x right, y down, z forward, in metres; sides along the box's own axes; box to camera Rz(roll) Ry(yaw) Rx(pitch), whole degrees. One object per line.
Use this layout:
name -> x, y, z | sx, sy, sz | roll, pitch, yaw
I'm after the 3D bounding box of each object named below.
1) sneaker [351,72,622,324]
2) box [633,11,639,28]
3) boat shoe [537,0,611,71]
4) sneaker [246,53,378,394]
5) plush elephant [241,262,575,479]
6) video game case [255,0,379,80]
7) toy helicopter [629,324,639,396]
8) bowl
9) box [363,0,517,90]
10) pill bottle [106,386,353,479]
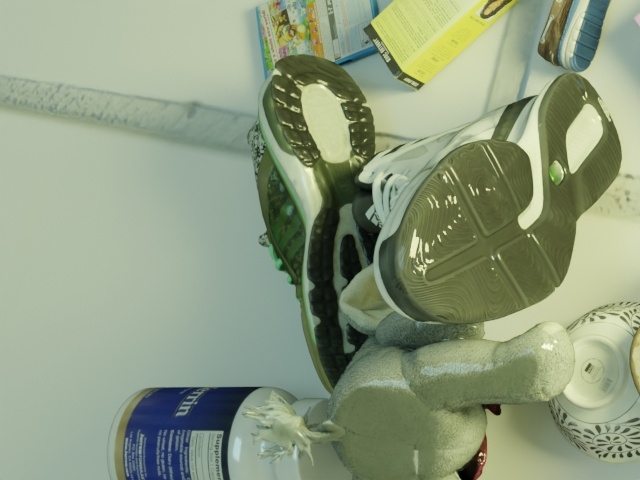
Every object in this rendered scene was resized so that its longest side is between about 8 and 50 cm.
sneaker -> 0.120, -0.010, 1.716 | 0.257, 0.447, 0.169 | -22, 100, 37
box -> 0.477, -0.181, 1.700 | 0.201, 0.057, 0.293 | -42, 59, 19
boat shoe -> 0.284, -0.280, 1.850 | 0.066, 0.066, 0.183 | 21, 90, 37
sneaker -> 0.000, 0.000, 1.960 | 0.182, 0.158, 0.410 | -40, 56, 56
plush elephant -> 0.114, 0.162, 1.747 | 0.330, 0.255, 0.272 | 5, 111, 18
video game case -> -0.003, -0.261, 2.070 | 0.166, 0.015, 0.119 | -19, 69, 29
toy helicopter -> 0.463, 0.065, 1.617 | 0.355, 0.140, 0.235 | -26, 68, 12
bowl -> 0.292, 0.140, 1.732 | 0.170, 0.080, 0.170 | -9, 74, 33
box -> 0.162, -0.283, 1.938 | 0.232, 0.058, 0.087 | -43, 59, 19
pill bottle -> -0.099, 0.243, 1.926 | 0.264, 0.153, 0.153 | -3, 76, 33
